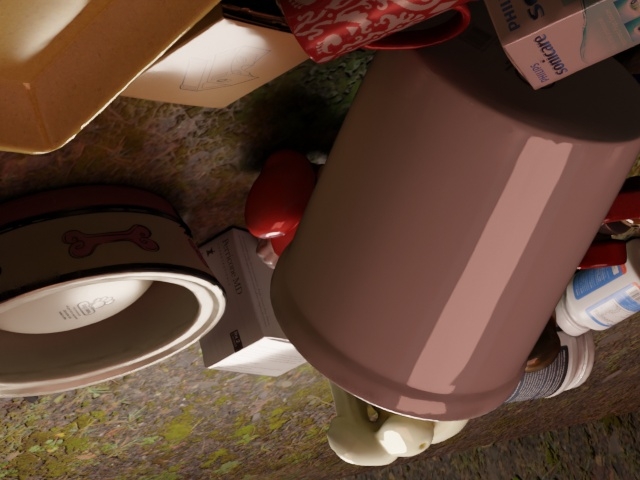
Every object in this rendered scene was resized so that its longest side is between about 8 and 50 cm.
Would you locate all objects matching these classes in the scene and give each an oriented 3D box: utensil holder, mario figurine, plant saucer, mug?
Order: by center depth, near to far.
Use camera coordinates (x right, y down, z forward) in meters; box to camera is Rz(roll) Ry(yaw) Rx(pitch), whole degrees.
[{"bbox_3d":[-0.309,-0.208,1.273,0.333,0.081,0.333,5,150,-45],"label":"plant saucer"},{"bbox_3d":[0.062,-0.231,1.320,0.169,0.150,0.113,-24,-158,18],"label":"mug"},{"bbox_3d":[0.158,-0.043,1.557,0.327,0.327,0.385,-2,131,-35],"label":"utensil holder"},{"bbox_3d":[0.036,-0.028,1.846,0.320,0.170,0.198,-8,123,-42],"label":"mario figurine"}]

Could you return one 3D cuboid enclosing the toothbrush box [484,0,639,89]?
[{"bbox_3d":[0.286,-0.310,1.296,0.295,0.216,0.126,-23,158,17],"label":"toothbrush box"}]

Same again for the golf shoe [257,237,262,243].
[{"bbox_3d":[0.000,0.000,1.992,0.186,0.086,0.067,-4,149,1],"label":"golf shoe"}]

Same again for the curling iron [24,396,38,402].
[{"bbox_3d":[-0.490,0.231,2.271,0.068,0.035,0.274,-13,158,-11],"label":"curling iron"}]

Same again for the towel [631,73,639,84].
[{"bbox_3d":[0.377,-0.158,1.753,0.228,0.076,0.308,4,178,-45],"label":"towel"}]

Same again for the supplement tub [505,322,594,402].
[{"bbox_3d":[0.386,0.225,2.717,0.272,0.191,0.191,-3,155,-32],"label":"supplement tub"}]

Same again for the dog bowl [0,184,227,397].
[{"bbox_3d":[-0.339,0.067,1.833,0.408,0.150,0.408,-15,158,-6],"label":"dog bowl"}]

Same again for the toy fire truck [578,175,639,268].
[{"bbox_3d":[0.388,-0.044,1.873,0.302,0.169,0.254,-5,-179,-39],"label":"toy fire truck"}]

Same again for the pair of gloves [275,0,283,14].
[{"bbox_3d":[0.022,-0.299,1.360,0.204,0.042,0.240,-26,159,13],"label":"pair of gloves"}]

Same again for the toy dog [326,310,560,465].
[{"bbox_3d":[0.233,0.203,2.389,0.395,0.284,0.408,25,130,-29],"label":"toy dog"}]

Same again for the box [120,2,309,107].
[{"bbox_3d":[-0.108,-0.196,1.495,0.164,0.021,0.201,5,159,-44],"label":"box"}]

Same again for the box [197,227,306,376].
[{"bbox_3d":[-0.097,0.095,2.041,0.119,0.181,0.182,-30,155,27],"label":"box"}]

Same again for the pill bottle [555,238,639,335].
[{"bbox_3d":[0.551,0.097,2.624,0.124,0.124,0.221,3,152,-42],"label":"pill bottle"}]
